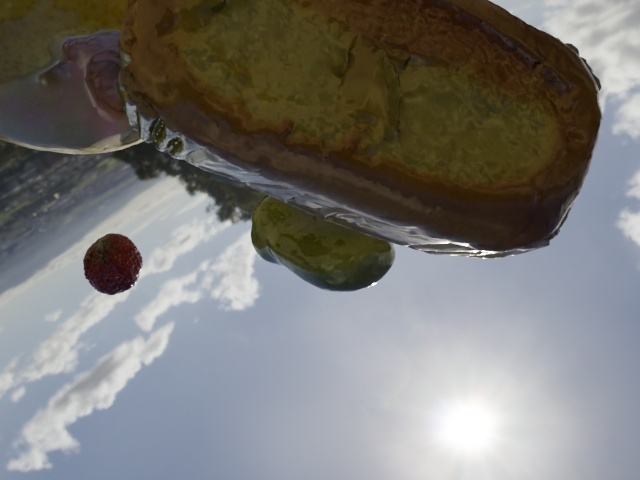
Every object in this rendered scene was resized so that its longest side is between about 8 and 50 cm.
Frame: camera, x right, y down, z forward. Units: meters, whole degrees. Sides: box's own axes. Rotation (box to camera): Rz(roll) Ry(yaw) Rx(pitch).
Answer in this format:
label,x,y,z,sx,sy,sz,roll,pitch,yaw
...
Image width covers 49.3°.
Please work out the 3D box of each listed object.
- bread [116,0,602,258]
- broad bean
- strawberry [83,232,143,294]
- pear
label,x,y,z,sx,sy,sz,roll,pitch,yaw
bread,0.024,-0.088,0.421,0.119,0.288,0.152,-12,-120,67
broad bean,0.000,0.000,0.728,0.124,0.082,0.174,-20,-143,-38
strawberry,-0.339,0.036,1.127,0.106,0.106,0.106,-32,-169,7
pear,-0.195,-0.195,0.566,0.271,0.271,0.271,-32,-169,7
